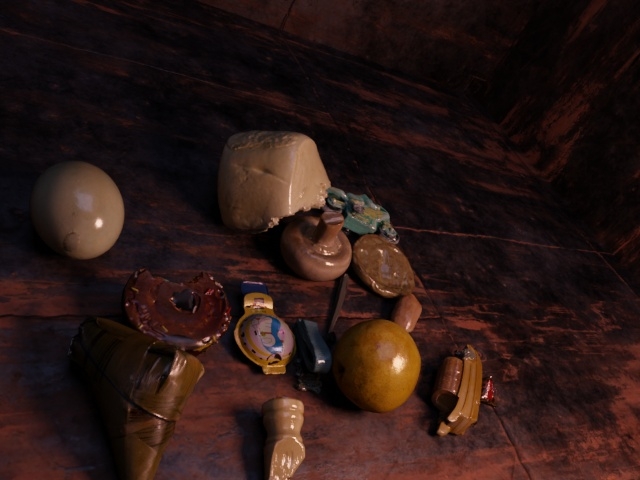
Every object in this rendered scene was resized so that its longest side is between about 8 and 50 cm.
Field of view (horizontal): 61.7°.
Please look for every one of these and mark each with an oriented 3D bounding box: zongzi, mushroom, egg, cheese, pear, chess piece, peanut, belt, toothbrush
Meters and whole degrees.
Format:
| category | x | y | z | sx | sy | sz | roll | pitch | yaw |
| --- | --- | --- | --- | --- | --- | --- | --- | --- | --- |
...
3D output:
| category | x | y | z | sx | sy | sz | roll | pitch | yaw |
| --- | --- | --- | --- | --- | --- | --- | --- | --- | --- |
| zongzi | -0.370 | 0.301 | 0.945 | 0.260 | 0.123 | 0.289 | 15 | 74 | 21 |
| mushroom | 0.000 | 0.000 | 1.461 | 0.207 | 0.215 | 0.207 | 14 | 46 | -15 |
| egg | -0.527 | -0.070 | 1.164 | 0.186 | 0.187 | 0.253 | 3 | 42 | -35 |
| cheese | -0.135 | 0.196 | 1.248 | 0.156 | 0.064 | 0.250 | 7 | 45 | -33 |
| pear | 0.121 | 0.284 | 1.217 | 0.208 | 0.209 | 0.209 | 20 | 37 | -16 |
| chess piece | -0.071 | 0.416 | 1.036 | 0.090 | 0.090 | 0.201 | 15 | 50 | -23 |
| zongzi | 0.453 | 0.421 | 1.454 | 0.073 | 0.067 | 0.083 | 37 | 52 | -13 |
| peanut | 0.240 | 0.209 | 1.513 | 0.076 | 0.076 | 0.152 | 34 | 40 | 2 |
| belt | -0.026 | 0.260 | 1.263 | 0.065 | 0.100 | 0.179 | 15 | 24 | -22 |
| toothbrush | 0.047 | 0.179 | 1.441 | 0.030 | 0.030 | 0.297 | 51 | 29 | -20 |

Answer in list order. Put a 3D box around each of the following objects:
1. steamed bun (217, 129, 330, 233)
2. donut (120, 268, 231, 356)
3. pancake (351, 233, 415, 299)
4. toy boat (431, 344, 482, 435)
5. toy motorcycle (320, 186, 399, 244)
| category | x | y | z | sx | sy | sz | roll | pitch | yaw |
| --- | --- | --- | --- | --- | --- | --- | --- | --- | --- |
| steamed bun | -0.142 | -0.150 | 1.462 | 0.290 | 0.274 | 0.272 | -5 | 36 | 19 |
| donut | -0.306 | 0.160 | 1.137 | 0.230 | 0.096 | 0.216 | -4 | 51 | -40 |
| pancake | 0.185 | 0.079 | 1.635 | 0.241 | 0.050 | 0.242 | 25 | 43 | -25 |
| toy boat | 0.350 | 0.376 | 1.383 | 0.115 | 0.089 | 0.310 | 31 | 35 | 3 |
| toy motorcycle | 0.130 | -0.095 | 1.767 | 0.296 | 0.109 | 0.198 | 23 | 34 | -15 |
